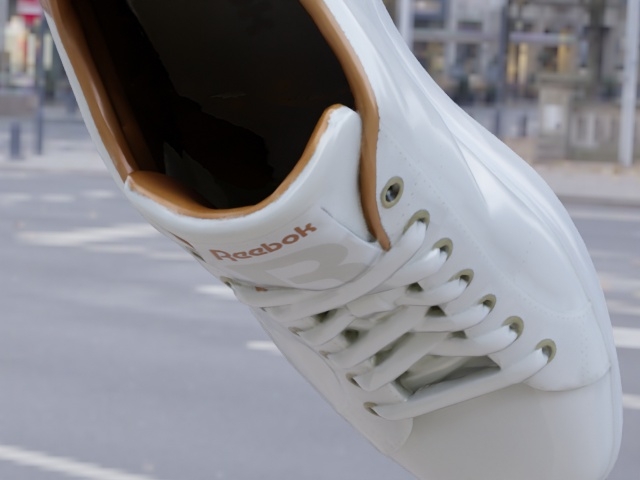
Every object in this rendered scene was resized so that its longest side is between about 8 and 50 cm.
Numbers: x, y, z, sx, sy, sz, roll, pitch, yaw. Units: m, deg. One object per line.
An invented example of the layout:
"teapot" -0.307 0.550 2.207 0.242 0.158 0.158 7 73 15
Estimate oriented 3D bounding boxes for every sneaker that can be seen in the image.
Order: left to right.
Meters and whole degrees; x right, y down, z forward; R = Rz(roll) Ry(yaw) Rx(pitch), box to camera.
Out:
"sneaker" 0.000 0.000 0.508 0.106 0.290 0.123 -24 29 22
